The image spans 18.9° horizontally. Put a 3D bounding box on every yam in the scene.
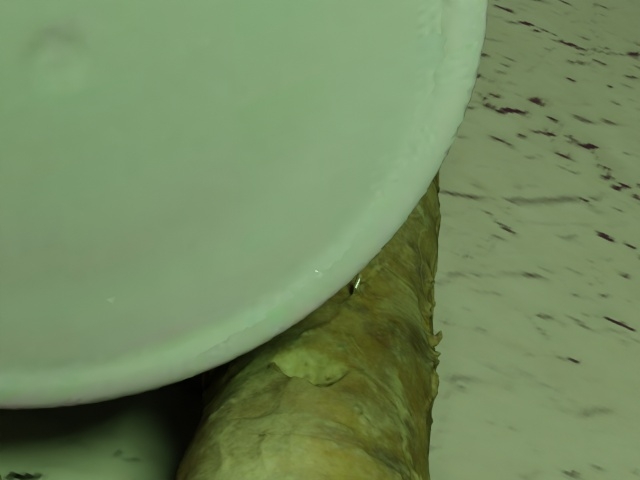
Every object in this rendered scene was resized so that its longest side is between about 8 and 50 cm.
[{"bbox_3d":[0.000,0.000,0.606,0.081,0.081,0.357,17,31,-7],"label":"yam"}]

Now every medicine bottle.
[{"bbox_3d":[-0.097,-0.129,0.563,0.256,0.256,0.325,8,33,-20],"label":"medicine bottle"}]

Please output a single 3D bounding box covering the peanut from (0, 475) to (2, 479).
[{"bbox_3d":[-0.215,0.038,0.368,0.313,0.149,0.149,12,33,-22],"label":"peanut"}]
